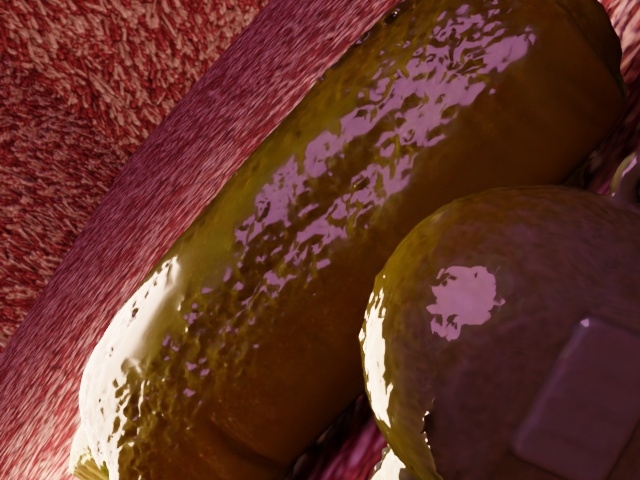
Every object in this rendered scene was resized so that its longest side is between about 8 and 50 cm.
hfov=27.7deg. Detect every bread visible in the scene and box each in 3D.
[{"bbox_3d":[0.000,0.000,0.700,0.383,0.112,0.166,-47,26,17],"label":"bread"}]

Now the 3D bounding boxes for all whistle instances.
[{"bbox_3d":[0.054,0.071,0.408,0.123,0.122,0.223,-96,31,-72],"label":"whistle"}]

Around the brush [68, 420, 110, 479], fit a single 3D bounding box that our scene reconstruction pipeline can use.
[{"bbox_3d":[-0.085,0.102,0.876,0.313,0.067,0.072,-37,18,40],"label":"brush"}]
